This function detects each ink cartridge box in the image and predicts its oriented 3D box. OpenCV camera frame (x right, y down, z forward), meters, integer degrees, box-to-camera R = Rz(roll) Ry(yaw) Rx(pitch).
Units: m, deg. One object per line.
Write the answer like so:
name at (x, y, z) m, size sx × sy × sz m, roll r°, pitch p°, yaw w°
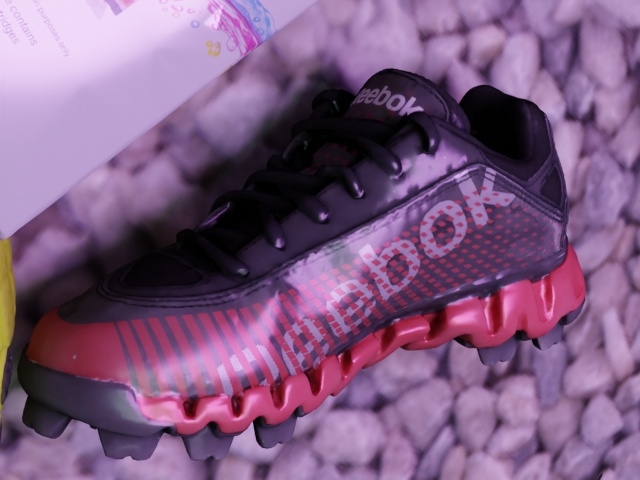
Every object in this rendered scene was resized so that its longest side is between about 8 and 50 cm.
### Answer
ink cartridge box at (-0.087, -0.114, 0.442) m, size 0.176 × 0.128 × 0.127 m, roll -39°, pitch 124°, yaw -19°

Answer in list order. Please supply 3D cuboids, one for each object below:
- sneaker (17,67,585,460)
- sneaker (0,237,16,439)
sneaker at (0.000, 0.000, 0.565) m, size 0.276 × 0.097 × 0.135 m, roll -15°, pitch 115°, yaw -33°
sneaker at (-0.167, 0.051, 0.386) m, size 0.123 × 0.295 × 0.110 m, roll 11°, pitch 104°, yaw 4°
